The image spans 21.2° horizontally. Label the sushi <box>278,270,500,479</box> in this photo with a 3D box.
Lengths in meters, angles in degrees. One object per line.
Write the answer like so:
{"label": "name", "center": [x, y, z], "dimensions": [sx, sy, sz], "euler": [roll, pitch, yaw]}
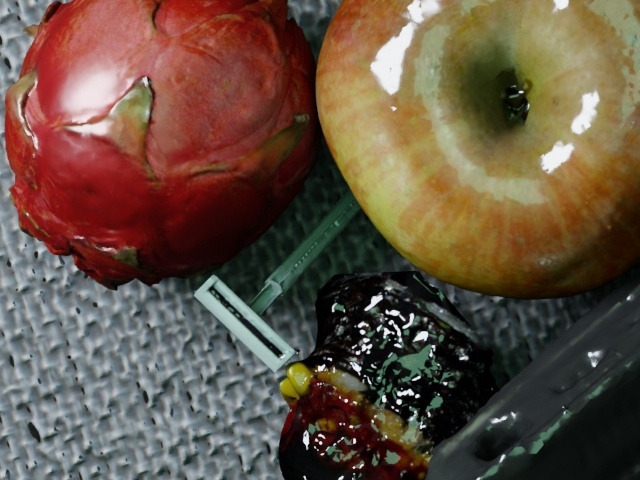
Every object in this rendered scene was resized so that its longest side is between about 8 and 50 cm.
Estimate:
{"label": "sushi", "center": [0.047, 0.137, 1.265], "dimensions": [0.150, 0.153, 0.172], "euler": [-46, 105, -19]}

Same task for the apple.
{"label": "apple", "center": [0.148, -0.104, 1.210], "dimensions": [0.301, 0.301, 0.301], "euler": [0, 87, 4]}

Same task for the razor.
{"label": "razor", "center": [-0.003, 0.002, 1.290], "dimensions": [0.084, 0.036, 0.211], "euler": [45, 56, -4]}

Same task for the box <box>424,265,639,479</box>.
{"label": "box", "center": [0.277, 0.184, 1.191], "dimensions": [0.359, 0.091, 0.350], "euler": [-39, 115, -8]}

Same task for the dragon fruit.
{"label": "dragon fruit", "center": [-0.116, -0.085, 1.255], "dimensions": [0.252, 0.241, 0.241], "euler": [-26, 85, -9]}
